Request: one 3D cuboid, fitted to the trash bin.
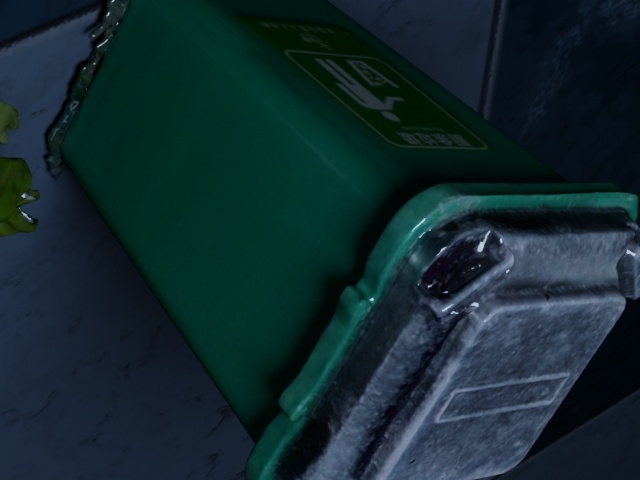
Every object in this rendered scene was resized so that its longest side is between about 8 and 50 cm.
[{"bbox_3d":[0.000,0.000,1.278,0.259,0.381,0.295,-1,129,-47],"label":"trash bin"}]

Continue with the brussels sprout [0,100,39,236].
[{"bbox_3d":[-0.272,-0.036,1.207,0.139,0.100,0.181,-39,165,31],"label":"brussels sprout"}]
